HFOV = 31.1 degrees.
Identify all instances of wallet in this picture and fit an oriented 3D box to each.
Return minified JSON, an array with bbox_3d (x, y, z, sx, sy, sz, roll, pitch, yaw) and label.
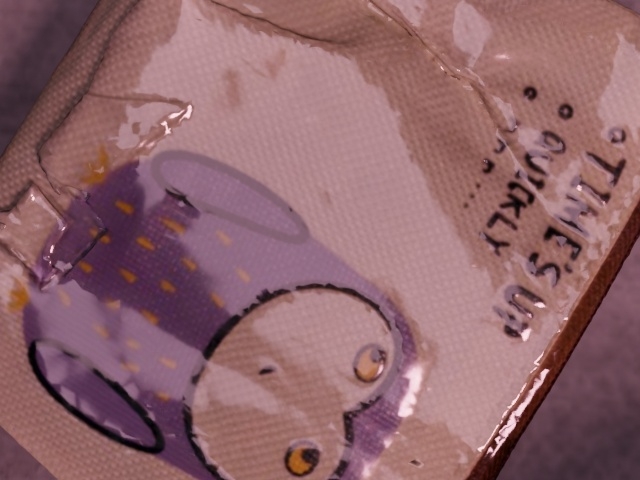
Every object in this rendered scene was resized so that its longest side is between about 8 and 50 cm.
[{"bbox_3d":[0.002,0.001,0.486,0.274,0.068,0.335,33,94,5],"label":"wallet"}]
